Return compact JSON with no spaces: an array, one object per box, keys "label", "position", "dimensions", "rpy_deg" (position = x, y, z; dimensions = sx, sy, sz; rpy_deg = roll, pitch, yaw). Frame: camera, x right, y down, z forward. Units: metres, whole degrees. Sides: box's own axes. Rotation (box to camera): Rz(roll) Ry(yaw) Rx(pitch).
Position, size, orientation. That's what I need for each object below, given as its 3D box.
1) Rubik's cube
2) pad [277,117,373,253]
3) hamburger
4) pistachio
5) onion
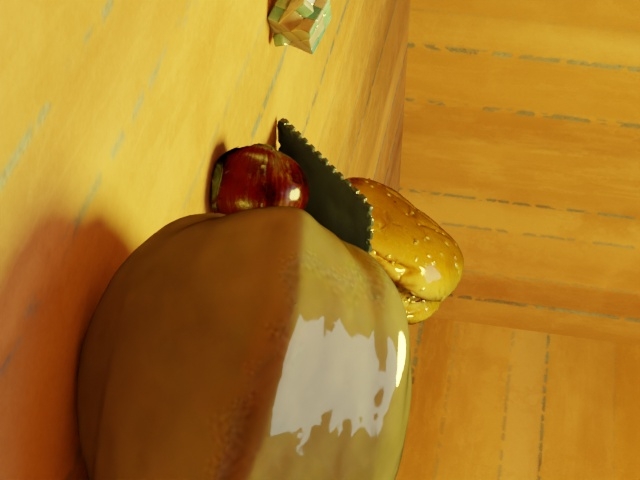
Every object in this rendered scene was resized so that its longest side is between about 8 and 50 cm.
[{"label":"Rubik's cube","position":[-0.030,-0.293,1.595],"dimensions":[0.075,0.073,0.084],"rpy_deg":[-58,165,-30]},{"label":"pad","position":[0.000,0.000,1.700],"dimensions":[0.269,0.012,0.269],"rpy_deg":[48,-36,45]},{"label":"hamburger","position":[0.113,0.012,2.198],"dimensions":[0.170,0.290,0.314],"rpy_deg":[-55,175,17]},{"label":"pistachio","position":[-0.073,0.161,1.056],"dimensions":[0.365,0.282,0.445],"rpy_deg":[-76,-174,-54]},{"label":"onion","position":[-0.068,-0.055,1.415],"dimensions":[0.117,0.119,0.118],"rpy_deg":[-67,163,-77]}]
